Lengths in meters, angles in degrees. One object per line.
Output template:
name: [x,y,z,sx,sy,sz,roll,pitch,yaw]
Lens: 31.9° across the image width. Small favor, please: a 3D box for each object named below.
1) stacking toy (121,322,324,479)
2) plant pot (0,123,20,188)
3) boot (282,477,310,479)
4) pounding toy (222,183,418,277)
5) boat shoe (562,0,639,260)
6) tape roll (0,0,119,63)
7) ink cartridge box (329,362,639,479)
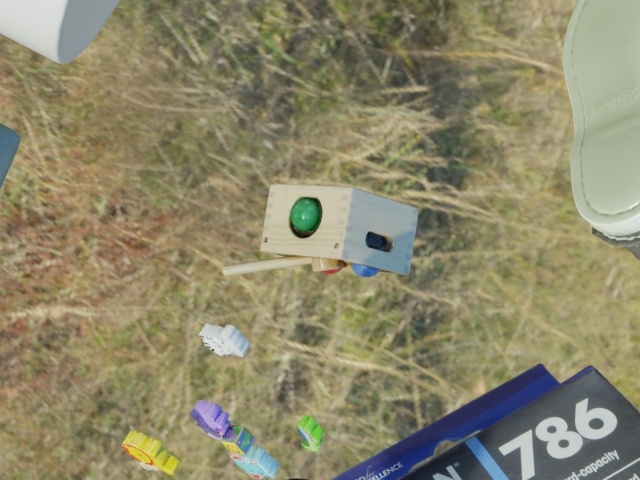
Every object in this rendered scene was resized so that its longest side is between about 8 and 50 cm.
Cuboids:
stacking toy: [-0.094,0.217,1.201,0.221,0.052,0.167,52,54,-30]
plant pot: [-0.458,-0.061,1.142,0.165,0.166,0.234,-63,173,15]
boot: [0.000,0.391,1.585,0.198,0.077,0.137,-6,105,-49]
pounding toy: [0.000,0.000,1.128,0.141,0.130,0.100,14,83,-48]
boat shoe: [0.200,-0.087,0.697,0.069,0.081,0.227,39,50,-36]
tape roll: [-0.161,-0.242,0.608,0.169,0.246,0.246,27,89,-8]
ink cartridge box: [0.119,0.171,0.515,0.165,0.332,0.065,-29,128,-9]
